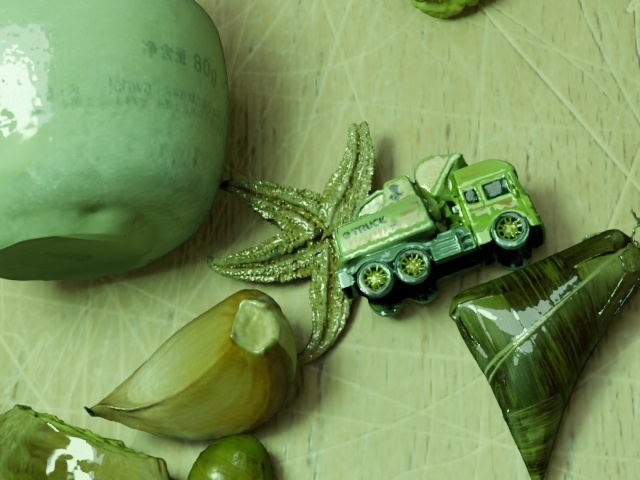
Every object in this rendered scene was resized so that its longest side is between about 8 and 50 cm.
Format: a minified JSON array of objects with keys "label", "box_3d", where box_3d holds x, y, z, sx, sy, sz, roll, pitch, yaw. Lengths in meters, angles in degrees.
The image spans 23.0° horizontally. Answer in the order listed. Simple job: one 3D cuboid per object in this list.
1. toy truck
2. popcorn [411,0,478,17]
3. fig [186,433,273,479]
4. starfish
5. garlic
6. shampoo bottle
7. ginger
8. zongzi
[{"label":"toy truck","box_3d":[0.101,-0.013,1.440,0.191,0.085,0.116,-21,72,6]},{"label":"popcorn","box_3d":[0.113,-0.295,1.563,0.125,0.126,0.145,-24,75,41]},{"label":"fig","box_3d":[-0.073,0.226,1.432,0.098,0.084,0.082,36,103,27]},{"label":"starfish","box_3d":[0.000,0.000,1.517,0.227,0.043,0.241,4,75,20]},{"label":"garlic","box_3d":[-0.099,0.129,1.472,0.206,0.128,0.115,-32,103,22]},{"label":"shampoo bottle","box_3d":[-0.245,-0.127,1.519,0.322,0.322,0.317,-21,68,14]},{"label":"ginger","box_3d":[-0.227,0.273,1.451,0.275,0.130,0.221,6,84,34]},{"label":"zongzi","box_3d":[0.230,0.095,1.368,0.187,0.084,0.184,-26,74,6]}]
